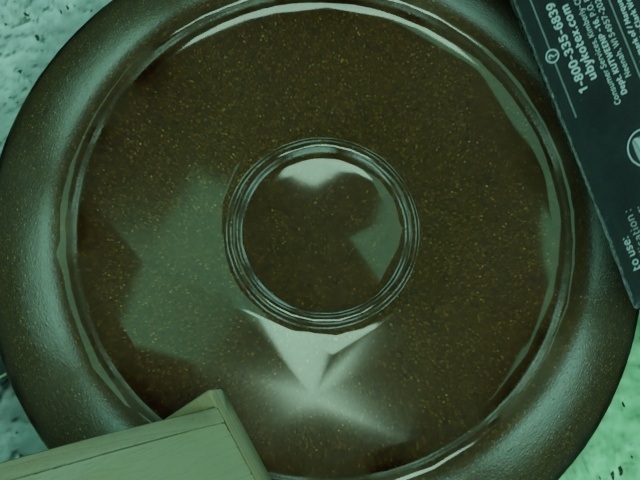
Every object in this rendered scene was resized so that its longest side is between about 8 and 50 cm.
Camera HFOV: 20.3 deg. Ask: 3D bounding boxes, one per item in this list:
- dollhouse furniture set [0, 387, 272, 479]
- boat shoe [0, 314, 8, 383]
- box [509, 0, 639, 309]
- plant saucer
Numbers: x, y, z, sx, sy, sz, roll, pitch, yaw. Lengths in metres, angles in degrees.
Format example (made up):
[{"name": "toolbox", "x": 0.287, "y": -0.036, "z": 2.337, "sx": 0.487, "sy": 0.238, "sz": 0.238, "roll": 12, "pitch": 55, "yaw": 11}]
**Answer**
[{"name": "dollhouse furniture set", "x": -0.143, "y": 0.242, "z": 0.705, "sx": 0.303, "sy": 0.198, "sz": 0.286, "roll": -35, "pitch": 77, "yaw": 25}, {"name": "boat shoe", "x": -0.235, "y": 0.075, "z": 0.898, "sx": 0.320, "sy": 0.116, "sz": 0.099, "roll": -20, "pitch": 121, "yaw": 1}, {"name": "box", "x": 0.178, "y": -0.106, "z": 0.780, "sx": 0.163, "sy": 0.142, "sz": 0.247, "roll": -25, "pitch": 74, "yaw": 21}, {"name": "plant saucer", "x": 0.000, "y": 0.000, "z": 0.818, "sx": 0.311, "sy": 0.050, "sz": 0.310, "roll": 1, "pitch": 79, "yaw": -4}]
